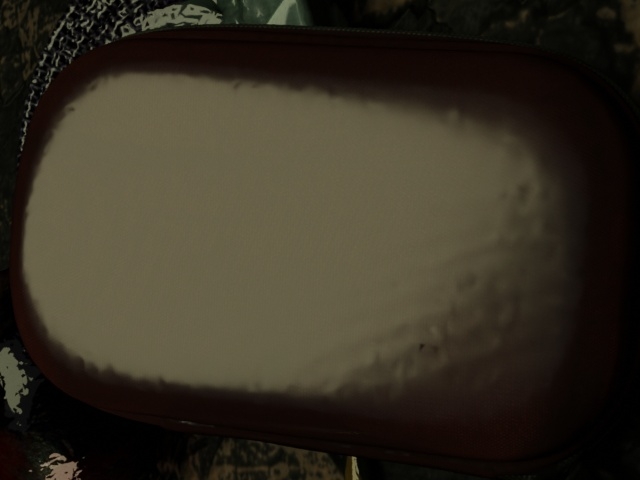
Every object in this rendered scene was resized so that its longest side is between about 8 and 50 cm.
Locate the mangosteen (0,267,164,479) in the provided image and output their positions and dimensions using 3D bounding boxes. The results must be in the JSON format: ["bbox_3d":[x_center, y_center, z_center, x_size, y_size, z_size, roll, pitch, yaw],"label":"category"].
[{"bbox_3d":[-0.237,0.134,1.069,0.216,0.216,0.216,-4,84,48],"label":"mangosteen"}]

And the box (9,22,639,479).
[{"bbox_3d":[0.000,0.000,0.788,0.404,0.108,0.263,6,92,18],"label":"box"}]

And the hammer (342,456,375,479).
[{"bbox_3d":[0.033,0.189,0.908,0.078,0.021,0.201,-14,74,33],"label":"hammer"}]

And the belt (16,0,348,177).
[{"bbox_3d":[-0.090,-0.068,0.948,0.260,0.122,0.324,4,81,22],"label":"belt"}]
